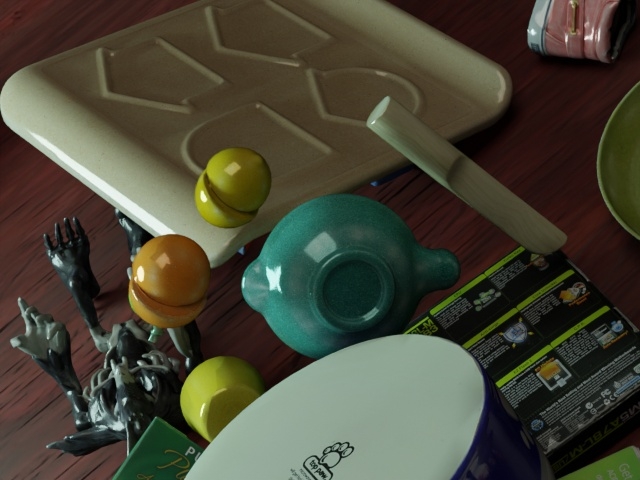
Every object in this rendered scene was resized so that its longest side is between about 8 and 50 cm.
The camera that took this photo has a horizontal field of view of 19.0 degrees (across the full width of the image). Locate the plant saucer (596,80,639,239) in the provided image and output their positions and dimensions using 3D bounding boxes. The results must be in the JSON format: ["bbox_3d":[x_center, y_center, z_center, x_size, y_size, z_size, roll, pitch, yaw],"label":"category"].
[{"bbox_3d":[0.346,-0.068,1.543,0.241,0.037,0.241,-13,48,15],"label":"plant saucer"}]

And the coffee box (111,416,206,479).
[{"bbox_3d":[-0.133,0.241,1.467,0.113,0.040,0.184,33,67,-1],"label":"coffee box"}]

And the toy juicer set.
[{"bbox_3d":[0.000,0.000,1.486,0.329,0.209,0.089,-32,14,-3],"label":"toy juicer set"}]

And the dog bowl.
[{"bbox_3d":[0.025,0.190,1.331,0.265,0.104,0.265,-27,27,15],"label":"dog bowl"}]

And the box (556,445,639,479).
[{"bbox_3d":[0.122,0.305,1.325,0.322,0.058,0.232,-25,47,5],"label":"box"}]

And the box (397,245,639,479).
[{"bbox_3d":[0.150,0.106,1.485,0.190,0.045,0.184,-36,45,-5],"label":"box"}]

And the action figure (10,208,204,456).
[{"bbox_3d":[-0.173,0.075,1.594,0.164,0.141,0.276,-22,44,3],"label":"action figure"}]

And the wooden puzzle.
[{"bbox_3d":[-0.057,-0.110,1.689,0.348,0.080,0.322,-30,46,-30],"label":"wooden puzzle"}]

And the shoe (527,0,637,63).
[{"bbox_3d":[0.248,-0.243,1.695,0.081,0.063,0.178,13,81,28],"label":"shoe"}]
